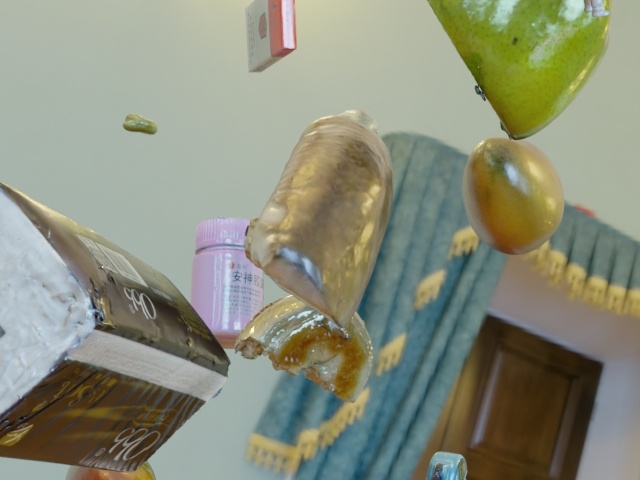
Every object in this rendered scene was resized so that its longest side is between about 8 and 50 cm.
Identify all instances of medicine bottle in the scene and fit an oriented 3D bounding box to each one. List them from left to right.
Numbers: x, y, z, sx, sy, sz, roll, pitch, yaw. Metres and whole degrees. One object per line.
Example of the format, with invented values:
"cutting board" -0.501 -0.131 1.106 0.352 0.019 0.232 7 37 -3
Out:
"medicine bottle" -0.224 0.106 2.502 0.178 0.291 0.178 1 -19 0

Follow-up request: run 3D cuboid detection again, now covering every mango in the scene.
"mango" -0.385 0.437 1.852 0.129 0.146 0.289 18 -17 -27
"mango" 0.418 -0.105 2.279 0.221 0.264 0.378 -13 -17 16

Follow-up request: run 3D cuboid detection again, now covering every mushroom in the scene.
"mushroom" 0.022 -0.033 1.627 0.224 0.314 0.397 31 4 -5

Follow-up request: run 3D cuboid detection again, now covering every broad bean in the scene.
"broad bean" -0.432 -0.276 2.482 0.083 0.045 0.063 16 -11 -11

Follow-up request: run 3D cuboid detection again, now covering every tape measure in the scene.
"tape measure" 0.265 0.509 2.170 0.081 0.125 0.146 3 5 22

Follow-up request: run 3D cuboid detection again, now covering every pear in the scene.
"pear" 0.374 -0.386 1.786 0.342 0.318 0.238 59 9 2

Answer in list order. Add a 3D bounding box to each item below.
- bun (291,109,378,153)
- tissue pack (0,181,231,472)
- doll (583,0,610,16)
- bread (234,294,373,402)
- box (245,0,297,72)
"bun" 0.044 -0.202 2.344 0.222 0.222 0.127 -7 -61 56
"tissue pack" -0.258 0.102 1.075 0.210 0.198 0.370 52 1 22
"doll" 0.408 -0.452 1.543 0.057 0.227 0.114 -7 16 13
"bread" -0.019 0.195 2.136 0.314 0.192 0.171 26 3 -34
"box" -0.099 -0.414 2.011 0.035 0.139 0.245 -2 1 -18
